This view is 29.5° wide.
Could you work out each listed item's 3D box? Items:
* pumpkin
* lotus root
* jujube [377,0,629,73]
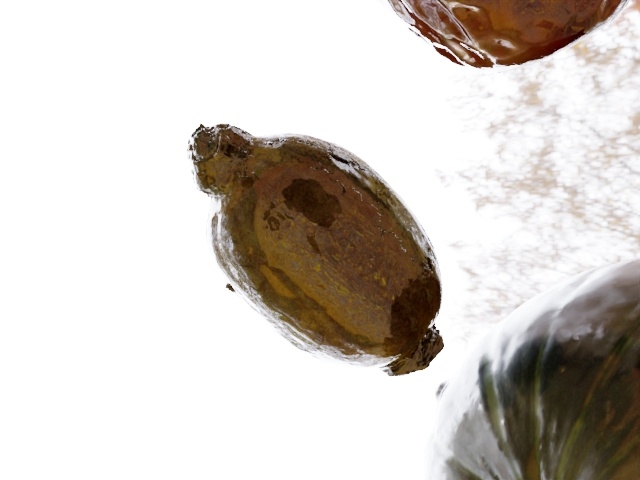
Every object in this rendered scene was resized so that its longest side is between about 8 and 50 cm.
[{"bbox_3d":[0.211,0.168,0.766,0.241,0.323,0.323,15,-94,-42],"label":"pumpkin"},{"bbox_3d":[0.000,0.000,0.761,0.209,0.120,0.120,44,-101,-12],"label":"lotus root"},{"bbox_3d":[0.051,-0.197,0.548,0.190,0.190,0.255,-33,-68,-13],"label":"jujube"}]
